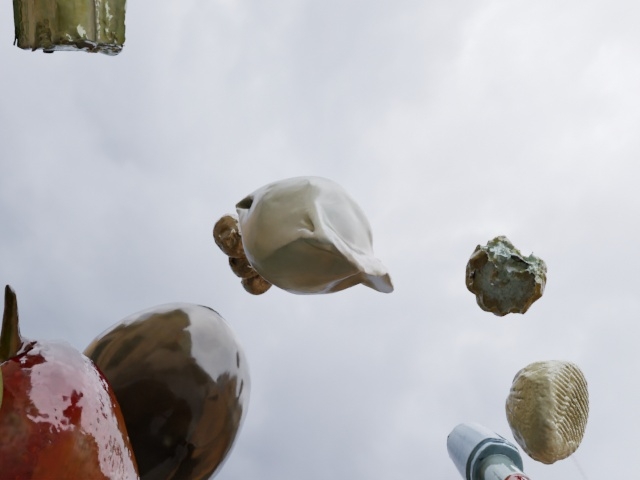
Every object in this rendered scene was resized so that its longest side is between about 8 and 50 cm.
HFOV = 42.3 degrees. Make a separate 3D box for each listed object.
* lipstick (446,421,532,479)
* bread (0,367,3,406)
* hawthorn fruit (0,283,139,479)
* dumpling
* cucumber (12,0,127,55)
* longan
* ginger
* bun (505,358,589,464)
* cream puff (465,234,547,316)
[{"bbox_3d":[0.189,0.248,0.882,0.061,0.068,0.274,18,-2,-1],"label":"lipstick"},{"bbox_3d":[-0.383,0.133,0.762,0.260,0.156,0.158,57,-45,35],"label":"bread"},{"bbox_3d":[-0.349,0.226,0.933,0.285,0.285,0.368,10,-73,34],"label":"hawthorn fruit"},{"bbox_3d":[0.000,0.000,0.861,0.151,0.124,0.229,22,7,-34],"label":"dumpling"},{"bbox_3d":[-0.303,-0.385,1.004,0.145,0.105,0.325,3,-82,43],"label":"cucumber"},{"bbox_3d":[-0.250,0.254,1.247,0.288,0.288,0.350,37,-75,5],"label":"longan"},{"bbox_3d":[-0.143,0.030,1.609,0.104,0.080,0.204,49,-10,50],"label":"ginger"},{"bbox_3d":[0.459,0.348,1.697,0.134,0.220,0.220,1,-51,41],"label":"bun"},{"bbox_3d":[0.345,0.067,1.546,0.156,0.156,0.121,24,-60,21],"label":"cream puff"}]
